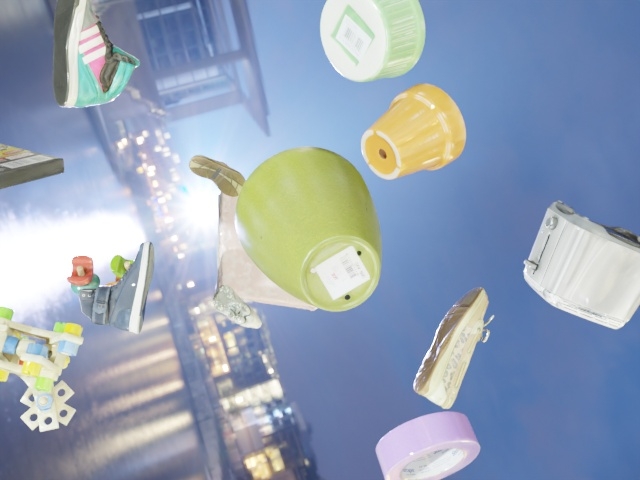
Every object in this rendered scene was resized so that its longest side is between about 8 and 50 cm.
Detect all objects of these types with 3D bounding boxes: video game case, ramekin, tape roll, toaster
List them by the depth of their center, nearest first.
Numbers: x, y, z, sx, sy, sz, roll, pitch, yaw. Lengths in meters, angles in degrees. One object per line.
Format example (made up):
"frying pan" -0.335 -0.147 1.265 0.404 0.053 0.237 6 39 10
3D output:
"toaster" 0.438 0.043 1.196 0.129 0.226 0.147 -115 -133 -68
"video game case" -0.710 -0.143 1.516 0.248 0.274 0.035 15 -65 32
"tape roll" 0.295 0.578 2.059 0.275 0.274 0.090 89 -14 -52
"ramekin" 0.140 -0.608 2.170 0.303 0.148 0.304 27 -49 36

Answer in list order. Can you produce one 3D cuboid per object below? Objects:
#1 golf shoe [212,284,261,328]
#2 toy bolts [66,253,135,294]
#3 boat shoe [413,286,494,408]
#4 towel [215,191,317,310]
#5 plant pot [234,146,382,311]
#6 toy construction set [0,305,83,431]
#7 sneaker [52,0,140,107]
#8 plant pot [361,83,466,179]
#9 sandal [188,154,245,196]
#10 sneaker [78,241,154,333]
"golf shoe" -0.216 0.179 1.940 0.086 0.069 0.176 40 0 -42
"toy bolts" -0.642 0.155 2.246 0.159 0.228 0.218 91 4 -51
"boat shoe" 0.310 0.237 1.685 0.089 0.285 0.104 35 -15 -8
"towel" -0.148 0.024 2.152 0.053 0.316 0.332 -33 -127 55
"plant pot" 0.000 0.000 1.342 0.293 0.274 0.275 -123 -161 -65
"toy construction set" -0.533 0.225 1.358 0.328 0.214 0.151 111 -12 -53
"sneaker" -0.504 -0.448 1.714 0.123 0.178 0.296 18 -76 46
"plant pot" 0.204 -0.241 1.765 0.205 0.188 0.205 37 -36 33
"sandal" -0.264 -0.176 1.931 0.180 0.072 0.049 30 24 -36
"sneaker" -0.499 0.101 1.823 0.086 0.163 0.226 103 -2 -83
